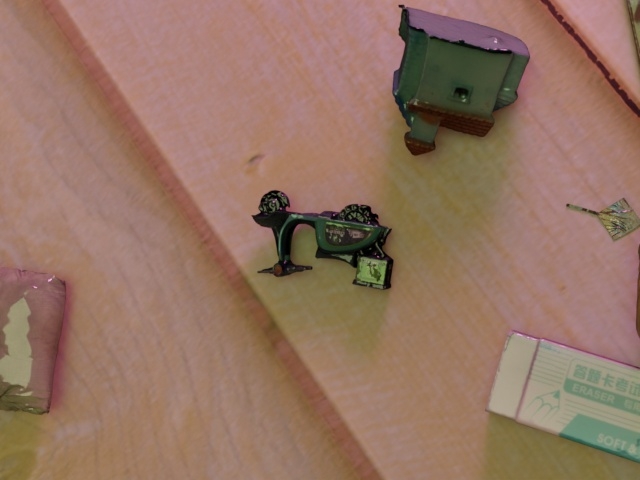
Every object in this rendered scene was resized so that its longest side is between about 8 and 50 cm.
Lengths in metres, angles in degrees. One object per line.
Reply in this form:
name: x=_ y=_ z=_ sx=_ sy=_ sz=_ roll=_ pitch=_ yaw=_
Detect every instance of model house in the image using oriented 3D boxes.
model house: x=0.140 y=-0.167 z=1.137 sx=0.148 sy=0.119 sz=0.149 roll=14 pitch=114 yaw=-6

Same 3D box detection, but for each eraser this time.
eraser: x=0.296 y=0.172 z=1.077 sx=0.225 sy=0.052 sz=0.096 roll=17 pitch=91 yaw=16

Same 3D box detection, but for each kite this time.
kite: x=0.314 y=-0.033 z=1.118 sx=0.078 sy=0.002 sz=0.044 roll=38 pitch=95 yaw=15

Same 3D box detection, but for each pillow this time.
pillow: x=-0.384 y=0.120 z=1.255 sx=0.134 sy=0.078 sz=0.181 roll=3 pitch=82 yaw=13

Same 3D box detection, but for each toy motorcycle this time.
toy motorcycle: x=0.000 y=0.000 z=1.173 sx=0.173 sy=0.058 sz=0.100 roll=9 pitch=92 yaw=14

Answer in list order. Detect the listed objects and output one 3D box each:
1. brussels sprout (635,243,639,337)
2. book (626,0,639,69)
brussels sprout: x=0.401 y=0.042 z=1.016 sx=0.161 sy=0.144 sz=0.181 roll=11 pitch=111 yaw=-3
book: x=0.403 y=-0.274 z=1.111 sx=0.138 sy=0.016 sz=0.199 roll=-11 pitch=82 yaw=14
